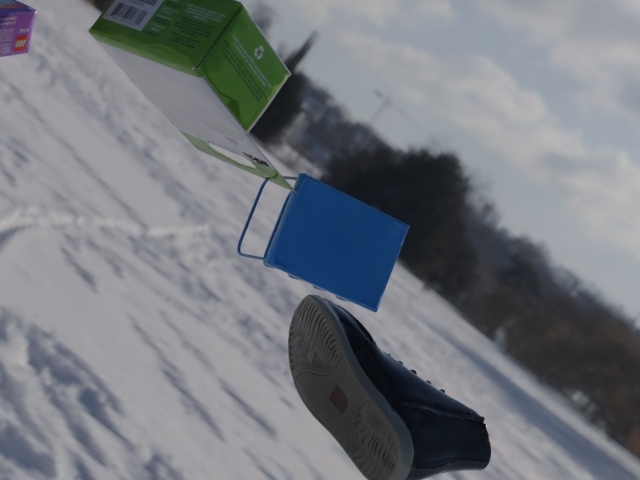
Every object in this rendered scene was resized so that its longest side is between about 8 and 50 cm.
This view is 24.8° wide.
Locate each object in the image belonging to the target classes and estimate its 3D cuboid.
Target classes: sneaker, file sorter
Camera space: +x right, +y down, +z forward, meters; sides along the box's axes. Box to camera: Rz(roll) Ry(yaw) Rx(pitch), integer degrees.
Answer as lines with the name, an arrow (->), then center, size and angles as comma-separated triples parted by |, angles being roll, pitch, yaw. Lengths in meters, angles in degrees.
sneaker -> 0.058, 0.138, 1.331 | 0.118, 0.083, 0.222 | 6, 37, -37
file sorter -> 0.000, 0.000, 1.823 | 0.170, 0.118, 0.104 | 25, -7, -30

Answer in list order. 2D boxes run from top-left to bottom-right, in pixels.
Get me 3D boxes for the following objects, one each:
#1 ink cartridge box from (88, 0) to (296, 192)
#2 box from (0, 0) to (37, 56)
ink cartridge box -> -0.123, -0.183, 1.705 | 0.188, 0.097, 0.255 | 24, -17, 38
box -> -0.475, -0.247, 1.555 | 0.200, 0.057, 0.293 | 26, 23, 21
